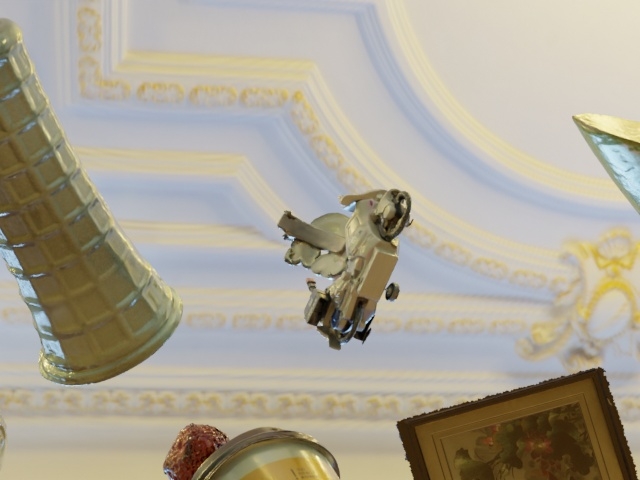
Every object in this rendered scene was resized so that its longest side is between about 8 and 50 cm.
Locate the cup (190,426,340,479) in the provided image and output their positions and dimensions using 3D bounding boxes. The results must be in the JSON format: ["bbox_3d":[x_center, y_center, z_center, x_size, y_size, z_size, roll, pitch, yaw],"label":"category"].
[{"bbox_3d":[-0.021,0.337,1.069,0.196,0.280,0.196,-16,-55,-24],"label":"cup"}]

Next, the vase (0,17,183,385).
[{"bbox_3d":[-0.241,-0.032,0.873,0.143,0.143,0.299,-19,-61,6],"label":"vase"}]

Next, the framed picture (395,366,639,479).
[{"bbox_3d":[0.187,0.230,0.927,0.199,0.010,0.195,-17,-91,8],"label":"framed picture"}]

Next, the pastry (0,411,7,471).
[{"bbox_3d":[-0.599,0.304,1.564,0.265,0.133,0.264,8,-67,19],"label":"pastry"}]

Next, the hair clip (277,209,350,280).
[{"bbox_3d":[0.000,0.000,1.681,0.116,0.172,0.049,-58,-40,-13],"label":"hair clip"}]

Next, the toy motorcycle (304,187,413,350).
[{"bbox_3d":[0.052,0.026,1.306,0.102,0.150,0.221,19,-76,-21],"label":"toy motorcycle"}]

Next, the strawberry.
[{"bbox_3d":[-0.136,0.248,1.166,0.083,0.083,0.096,1,-40,-8],"label":"strawberry"}]

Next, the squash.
[{"bbox_3d":[0.413,-0.091,1.097,0.189,0.189,0.260,-35,-60,16],"label":"squash"}]
